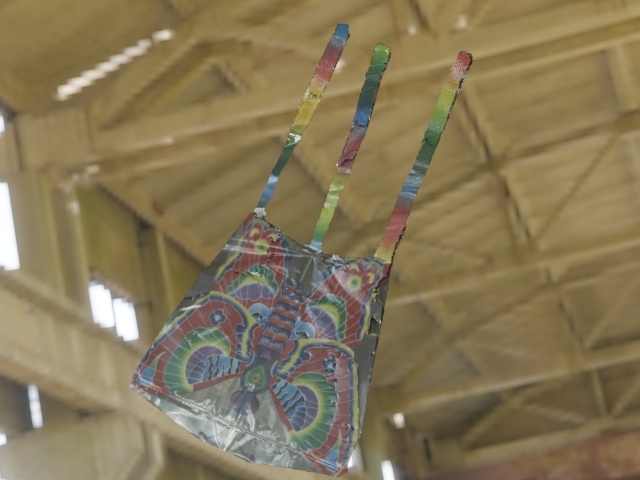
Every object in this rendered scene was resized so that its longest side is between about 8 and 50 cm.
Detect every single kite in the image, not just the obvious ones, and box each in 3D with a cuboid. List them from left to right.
[{"bbox_3d":[0.000,0.000,1.098,0.152,0.285,0.015,22,-5,19],"label":"kite"}]
